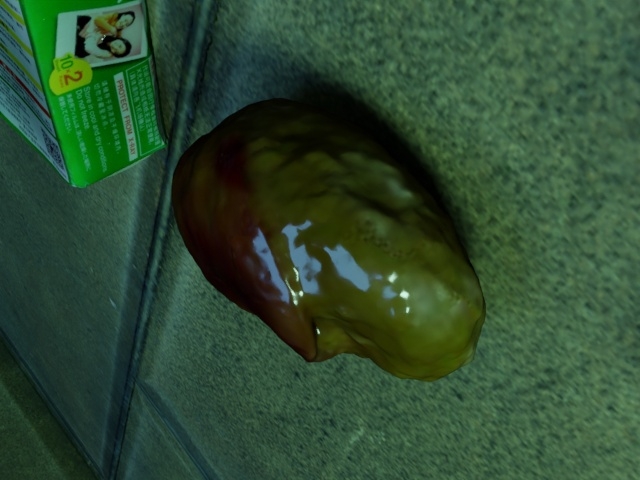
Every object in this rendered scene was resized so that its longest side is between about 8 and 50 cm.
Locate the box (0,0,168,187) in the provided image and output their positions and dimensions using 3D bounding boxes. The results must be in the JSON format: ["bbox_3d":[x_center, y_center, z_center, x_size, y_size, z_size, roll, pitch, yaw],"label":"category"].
[{"bbox_3d":[-0.220,-0.179,0.715,0.180,0.103,0.250,42,151,27],"label":"box"}]

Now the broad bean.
[{"bbox_3d":[-0.002,0.003,0.527,0.228,0.122,0.156,40,147,36],"label":"broad bean"}]
